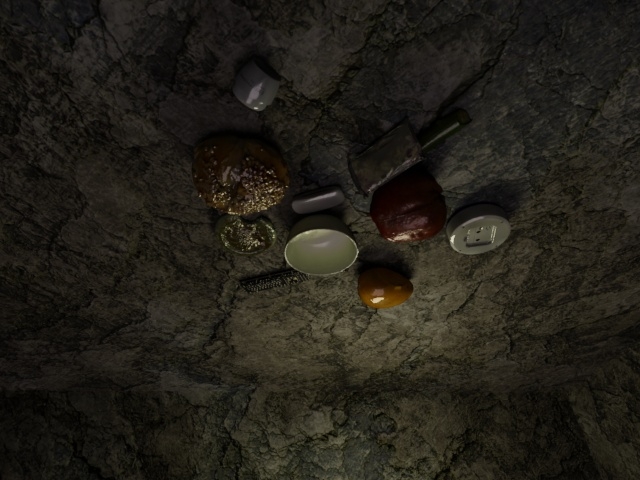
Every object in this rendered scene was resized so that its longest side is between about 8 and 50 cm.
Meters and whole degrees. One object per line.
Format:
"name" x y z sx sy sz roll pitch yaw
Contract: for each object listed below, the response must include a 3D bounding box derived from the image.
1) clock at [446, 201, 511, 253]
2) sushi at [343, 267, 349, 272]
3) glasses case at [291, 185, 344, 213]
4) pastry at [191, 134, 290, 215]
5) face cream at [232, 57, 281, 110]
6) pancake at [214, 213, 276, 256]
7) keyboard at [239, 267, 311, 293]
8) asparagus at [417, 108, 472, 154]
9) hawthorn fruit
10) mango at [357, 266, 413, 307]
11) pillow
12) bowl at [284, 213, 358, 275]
"clock" 0.610 -0.042 1.615 0.230 0.083 0.231 0 138 0
"sushi" 0.085 0.113 1.792 0.083 0.046 0.044 13 136 -16
"glasses case" -0.009 -0.143 1.488 0.193 0.049 0.074 -15 138 13
"pastry" -0.252 -0.188 1.321 0.315 0.184 0.285 12 138 -16
"face cream" -0.170 -0.417 1.114 0.117 0.117 0.104 27 122 -30
"pancake" -0.293 -0.018 1.629 0.253 0.037 0.254 -2 139 -2
"keyboard" -0.205 0.179 1.870 0.316 0.027 0.106 -14 138 13
"asparagus" 0.337 -0.312 1.303 0.277 0.060 0.067 -35 120 31
"hawthorn fruit" 0.297 -0.109 1.404 0.261 0.258 0.258 -43 131 2
"mango" 0.286 0.217 1.850 0.290 0.160 0.191 10 132 -29
"pillow" 0.206 -0.251 1.314 0.255 0.169 0.059 -31 161 29
"bowl" 0.000 0.000 1.583 0.276 0.145 0.277 -3 138 -2
